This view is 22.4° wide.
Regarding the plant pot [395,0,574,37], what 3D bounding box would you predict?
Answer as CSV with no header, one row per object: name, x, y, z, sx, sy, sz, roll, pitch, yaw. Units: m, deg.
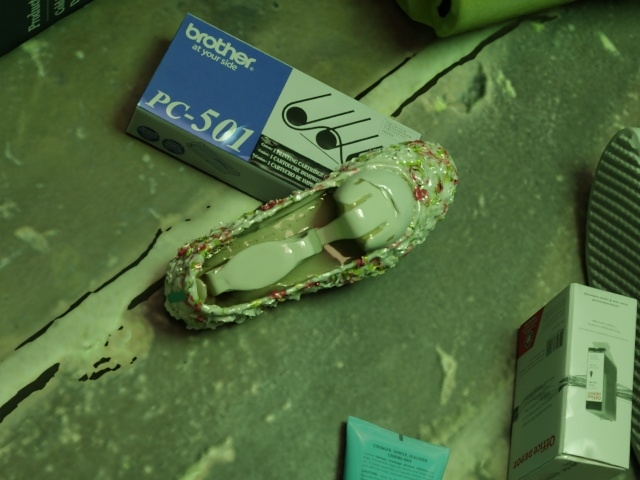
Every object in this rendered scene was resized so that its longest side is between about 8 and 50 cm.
plant pot,0.172,-0.292,1.308,0.254,0.276,0.276,-25,76,-13

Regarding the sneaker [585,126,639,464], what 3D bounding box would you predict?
sneaker,0.306,0.048,1.274,0.161,0.102,0.282,-3,78,-23

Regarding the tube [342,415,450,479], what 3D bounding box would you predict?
tube,0.040,0.225,1.132,0.080,0.052,0.207,21,57,-13

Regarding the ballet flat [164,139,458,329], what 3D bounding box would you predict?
ballet flat,0.000,0.000,1.168,0.241,0.077,0.091,-28,94,-8

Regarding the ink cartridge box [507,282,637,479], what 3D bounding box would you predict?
ink cartridge box,0.186,0.114,1.197,0.056,0.099,0.135,14,64,-13

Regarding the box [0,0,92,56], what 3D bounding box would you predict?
box,-0.274,-0.417,1.143,0.471,0.297,0.480,-35,80,-19

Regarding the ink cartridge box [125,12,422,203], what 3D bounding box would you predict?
ink cartridge box,-0.034,-0.082,1.245,0.207,0.046,0.097,27,61,-5
